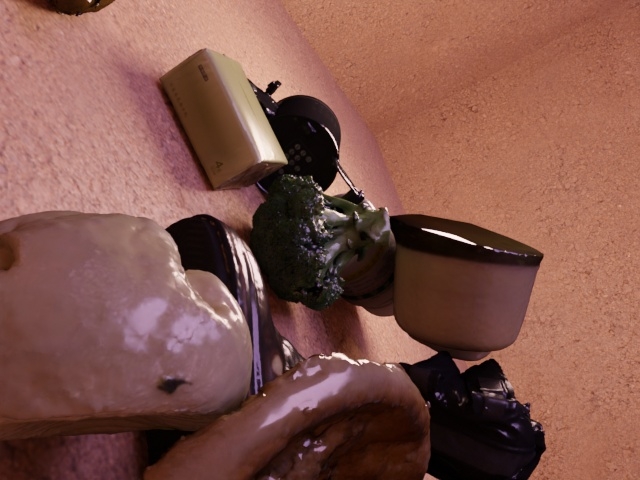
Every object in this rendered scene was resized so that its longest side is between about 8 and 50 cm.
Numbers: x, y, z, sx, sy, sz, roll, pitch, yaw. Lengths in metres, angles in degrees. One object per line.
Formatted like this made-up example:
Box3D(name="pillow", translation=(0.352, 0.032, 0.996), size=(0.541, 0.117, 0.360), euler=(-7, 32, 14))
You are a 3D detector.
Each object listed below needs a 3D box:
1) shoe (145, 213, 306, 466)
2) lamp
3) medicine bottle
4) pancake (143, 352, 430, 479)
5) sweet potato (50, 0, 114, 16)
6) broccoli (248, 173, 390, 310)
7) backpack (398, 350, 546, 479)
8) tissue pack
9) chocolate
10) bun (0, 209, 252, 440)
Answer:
Box3D(name="shoe", translation=(-0.085, 0.163, 0.643), size=(0.237, 0.171, 0.383), euler=(28, 40, -53))
Box3D(name="lamp", translation=(-0.046, -0.214, 1.269), size=(0.374, 0.205, 0.272), euler=(53, 21, 0))
Box3D(name="medicine bottle", translation=(0.108, 0.052, 1.345), size=(0.340, 0.208, 0.208), euler=(44, 25, -49))
Box3D(name="pancake", translation=(-0.033, 0.236, 0.429), size=(0.065, 0.356, 0.356), euler=(35, -6, 40))
Box3D(name="sweet potato", translation=(-0.339, -0.390, 0.789), size=(0.098, 0.124, 0.310), euler=(41, 34, -27))
Box3D(name="broccoli", translation=(0.000, 0.000, 1.024), size=(0.270, 0.270, 0.269), euler=(170, -90, -87))
Box3D(name="backpack", translation=(0.279, 0.366, 1.099), size=(0.445, 0.364, 0.254), euler=(61, 46, -65))
Box3D(name="tissue pack", translation=(-0.178, -0.225, 1.026), size=(0.234, 0.125, 0.159), euler=(64, 16, 1))
Box3D(name="chocolate", translation=(0.291, 0.110, 1.201), size=(0.326, 0.297, 0.314), euler=(22, 11, 24))
Box3D(name="bun", translation=(-0.181, 0.062, 0.395), size=(0.259, 0.259, 0.159), euler=(34, 46, -60))
